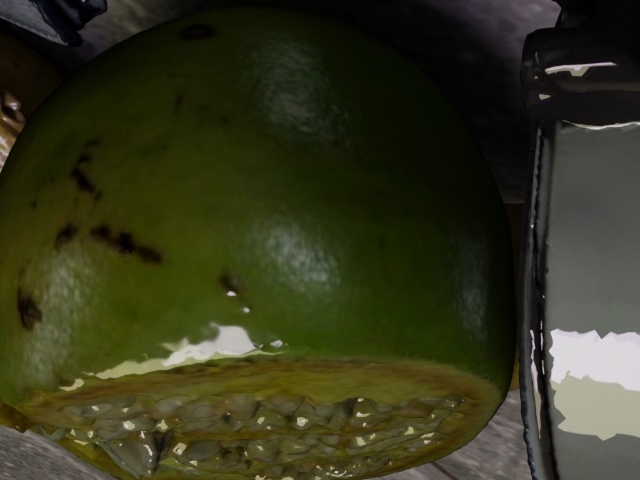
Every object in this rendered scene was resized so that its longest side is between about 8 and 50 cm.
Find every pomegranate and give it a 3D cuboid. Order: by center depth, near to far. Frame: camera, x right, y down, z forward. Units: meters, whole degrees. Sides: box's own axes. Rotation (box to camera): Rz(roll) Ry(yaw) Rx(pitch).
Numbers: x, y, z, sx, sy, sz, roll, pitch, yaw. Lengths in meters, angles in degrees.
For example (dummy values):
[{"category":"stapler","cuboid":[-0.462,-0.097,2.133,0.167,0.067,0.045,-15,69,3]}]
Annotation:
[{"category":"pomegranate","cuboid":[0.000,0.000,0.705,0.358,0.216,0.310,-8,157,-6]}]

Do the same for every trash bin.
[{"category":"trash bin","cuboid":[0.220,0.011,0.487,0.262,0.217,0.277,3,147,22]}]

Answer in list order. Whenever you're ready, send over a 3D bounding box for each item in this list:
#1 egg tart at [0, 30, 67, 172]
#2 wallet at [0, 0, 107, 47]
[{"category":"egg tart","cuboid":[-0.232,-0.054,0.862,0.288,0.118,0.288,21,154,11]},{"category":"wallet","cuboid":[-0.203,-0.183,0.645,0.167,0.036,0.222,29,163,45]}]
